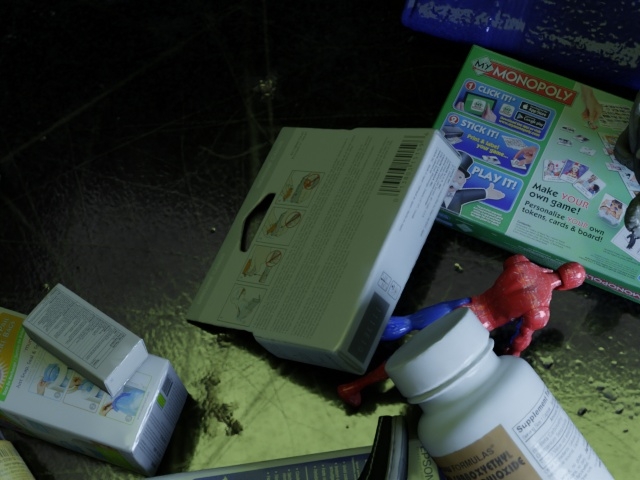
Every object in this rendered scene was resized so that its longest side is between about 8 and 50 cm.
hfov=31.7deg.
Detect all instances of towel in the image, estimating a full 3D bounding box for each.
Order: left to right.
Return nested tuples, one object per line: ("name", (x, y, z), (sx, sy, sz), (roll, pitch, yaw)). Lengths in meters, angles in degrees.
("towel", (0.273, -0.315, 1.365), (0.308, 0.076, 0.227), (18, 78, 13))

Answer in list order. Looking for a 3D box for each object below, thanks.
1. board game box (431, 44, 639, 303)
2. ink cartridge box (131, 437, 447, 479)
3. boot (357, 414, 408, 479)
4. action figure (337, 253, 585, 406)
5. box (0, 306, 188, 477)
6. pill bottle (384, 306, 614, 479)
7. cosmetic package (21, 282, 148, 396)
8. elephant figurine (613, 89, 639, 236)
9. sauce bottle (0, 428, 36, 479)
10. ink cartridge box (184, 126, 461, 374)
("board game box", (0.276, -0.076, 1.274), (0.317, 0.046, 0.213), (23, 71, 15))
("ink cartridge box", (-0.029, 0.305, 1.140), (0.333, 0.065, 0.165), (-9, 67, 4))
("boot", (-0.016, 0.266, 1.075), (0.179, 0.085, 0.236), (11, 70, 13))
("action figure", (0.159, 0.092, 1.203), (0.280, 0.139, 0.091), (-26, 67, 20))
("box", (-0.260, 0.161, 1.196), (0.203, 0.114, 0.103), (16, 67, 11))
("pill bottle", (0.169, 0.184, 1.088), (0.131, 0.131, 0.229), (-37, 93, -9))
("cosmetic package", (-0.237, 0.100, 1.137), (0.115, 0.041, 0.060), (33, 67, 19))
("elephant figurine", (0.379, -0.114, 1.179), (0.169, 0.186, 0.239), (35, 102, 53))
("sauce bottle", (-0.288, 0.340, 1.127), (0.111, 0.111, 0.344), (-37, 67, -9))
("ink cartridge box", (0.000, 0.000, 1.249), (0.239, 0.060, 0.275), (6, 63, 45))
